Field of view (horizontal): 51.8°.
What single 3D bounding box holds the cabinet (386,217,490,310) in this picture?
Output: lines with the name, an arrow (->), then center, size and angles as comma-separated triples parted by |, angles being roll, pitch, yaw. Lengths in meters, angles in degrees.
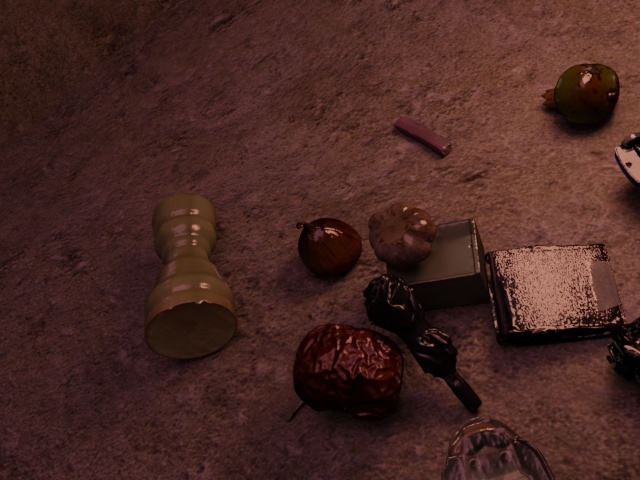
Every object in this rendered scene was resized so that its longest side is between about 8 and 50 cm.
cabinet -> 0.267, 0.063, 1.508 | 0.206, 0.150, 0.145 | -10, 57, 18

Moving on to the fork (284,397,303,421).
fork -> -0.005, 0.336, 1.523 | 0.034, 0.028, 0.219 | 37, 80, 31

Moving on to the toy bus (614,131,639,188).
toy bus -> 0.810, -0.193, 1.460 | 0.292, 0.133, 0.125 | -21, 55, 6

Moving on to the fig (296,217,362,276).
fig -> 0.003, 0.005, 1.669 | 0.149, 0.202, 0.148 | -39, 22, 42

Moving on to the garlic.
garlic -> 0.182, -0.010, 1.438 | 0.159, 0.102, 0.147 | 0, 73, 38

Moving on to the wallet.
wallet -> 0.499, 0.113, 1.423 | 0.262, 0.071, 0.221 | -7, 53, 12

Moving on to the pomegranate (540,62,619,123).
pomegranate -> 0.653, -0.369, 1.661 | 0.159, 0.159, 0.205 | -52, 27, -17

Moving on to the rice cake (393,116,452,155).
rice cake -> 0.284, -0.294, 1.838 | 0.047, 0.036, 0.207 | -35, 48, -16

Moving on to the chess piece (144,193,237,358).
chess piece -> -0.351, 0.074, 1.757 | 0.234, 0.234, 0.442 | -22, 45, 8

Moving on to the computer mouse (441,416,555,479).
computer mouse -> 0.335, 0.512, 1.180 | 0.200, 0.115, 0.389 | -14, 63, 3

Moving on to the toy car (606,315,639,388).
toy car -> 0.663, 0.265, 1.202 | 0.193, 0.118, 0.301 | -28, 49, 15

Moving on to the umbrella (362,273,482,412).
umbrella -> 0.216, 0.215, 1.374 | 0.118, 0.118, 0.340 | -37, 84, -4

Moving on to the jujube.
jujube -> 0.060, 0.274, 1.404 | 0.232, 0.213, 0.213 | 5, 58, 13
